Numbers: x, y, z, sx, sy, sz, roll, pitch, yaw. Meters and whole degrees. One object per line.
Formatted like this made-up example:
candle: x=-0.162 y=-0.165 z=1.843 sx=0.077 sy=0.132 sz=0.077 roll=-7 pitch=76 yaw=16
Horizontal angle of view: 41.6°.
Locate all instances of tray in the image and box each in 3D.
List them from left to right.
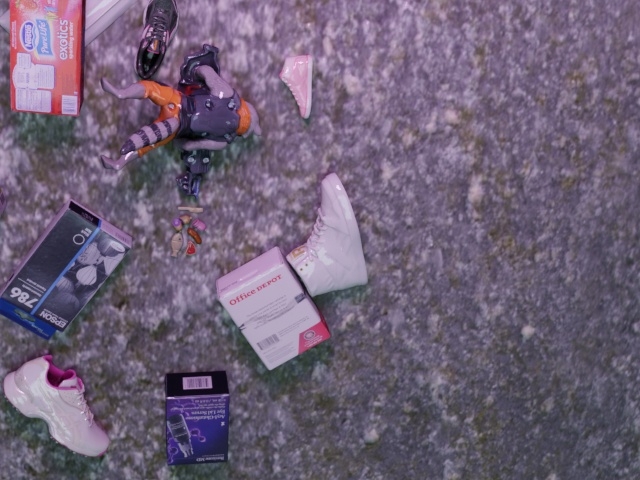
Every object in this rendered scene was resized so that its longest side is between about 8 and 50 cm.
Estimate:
tray: x=-0.481 y=-0.458 z=1.643 sx=0.270 sy=0.030 sz=0.145 roll=-38 pitch=115 yaw=8

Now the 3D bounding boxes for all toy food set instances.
toy food set: x=-0.295 y=-0.015 z=1.894 sx=0.077 sy=0.019 sz=0.122 roll=3 pitch=114 yaw=-12

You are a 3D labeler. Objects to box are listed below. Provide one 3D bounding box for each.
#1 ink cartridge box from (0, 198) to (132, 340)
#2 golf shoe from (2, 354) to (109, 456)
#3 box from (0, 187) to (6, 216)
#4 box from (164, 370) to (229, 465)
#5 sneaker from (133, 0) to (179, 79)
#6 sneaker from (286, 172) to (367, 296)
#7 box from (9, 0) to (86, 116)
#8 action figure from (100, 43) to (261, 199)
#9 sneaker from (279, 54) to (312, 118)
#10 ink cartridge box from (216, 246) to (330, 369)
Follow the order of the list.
ink cartridge box: x=-0.580 y=0.083 z=1.863 sx=0.165 sy=0.065 sz=0.333 roll=34 pitch=106 yaw=-24
golf shoe: x=-0.593 y=0.391 z=1.981 sx=0.140 sy=0.115 sz=0.306 roll=-40 pitch=117 yaw=5
box: x=-0.767 y=-0.073 z=1.723 sx=0.203 sy=0.114 sz=0.103 roll=-14 pitch=116 yaw=-3
box: x=-0.301 y=0.433 z=2.056 sx=0.153 sy=0.108 sz=0.207 roll=-2 pitch=115 yaw=-11
sneaker: x=-0.324 y=-0.399 z=1.675 sx=0.072 sy=0.077 sz=0.178 roll=10 pitch=112 yaw=-16
sneaker: x=0.000 y=0.000 z=1.910 sx=0.169 sy=0.108 sz=0.293 roll=-17 pitch=118 yaw=-6
box: x=-0.512 y=-0.376 z=1.590 sx=0.128 sy=0.123 sz=0.257 roll=2 pitch=114 yaw=-12
action figure: x=-0.271 y=-0.206 z=1.708 sx=0.330 sy=0.178 sz=0.341 roll=-13 pitch=123 yaw=-27
sneaker: x=-0.053 y=-0.324 z=1.778 sx=0.070 sy=0.051 sz=0.134 roll=-1 pitch=112 yaw=-9
ink cartridge box: x=-0.111 y=0.158 z=1.966 sx=0.172 sy=0.100 sz=0.237 roll=-29 pitch=118 yaw=4
